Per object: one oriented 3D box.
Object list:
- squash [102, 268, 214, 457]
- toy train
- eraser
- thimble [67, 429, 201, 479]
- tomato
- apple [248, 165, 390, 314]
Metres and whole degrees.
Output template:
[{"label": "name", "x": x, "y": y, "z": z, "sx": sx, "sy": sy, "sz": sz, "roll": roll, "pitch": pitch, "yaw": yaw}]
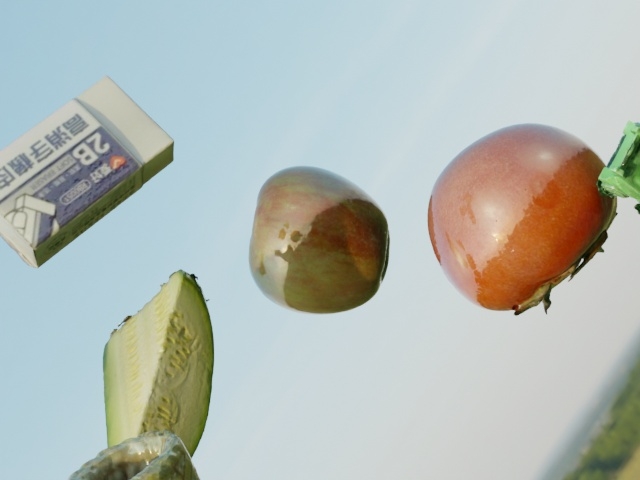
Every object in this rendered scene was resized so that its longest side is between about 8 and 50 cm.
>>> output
[{"label": "squash", "x": -0.204, "y": 0.215, "z": 1.963, "sx": 0.111, "sy": 0.288, "sz": 0.203, "roll": 28, "pitch": -59, "yaw": -36}, {"label": "toy train", "x": 0.396, "y": -0.082, "z": 1.678, "sx": 0.099, "sy": 0.149, "sz": 0.081, "roll": -62, "pitch": 25, "yaw": 0}, {"label": "eraser", "x": -0.282, "y": -0.080, "z": 1.583, "sx": 0.210, "sy": 0.124, "sz": 0.068, "roll": -40, "pitch": -16, "yaw": -23}, {"label": "thimble", "x": -0.231, "y": 0.339, "z": 1.735, "sx": 0.190, "sy": 0.137, "sz": 0.143, "roll": -30, "pitch": -67, "yaw": -29}, {"label": "tomato", "x": 0.260, "y": -0.029, "z": 1.813, "sx": 0.256, "sy": 0.224, "sz": 0.256, "roll": -36, "pitch": -13, "yaw": -10}, {"label": "apple", "x": 0.000, "y": 0.000, "z": 2.356, "sx": 0.257, "sy": 0.234, "sz": 0.257, "roll": 5, "pitch": -90, "yaw": -81}]
